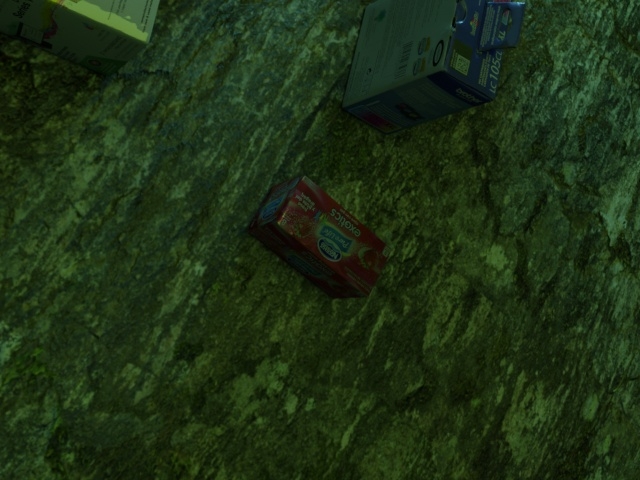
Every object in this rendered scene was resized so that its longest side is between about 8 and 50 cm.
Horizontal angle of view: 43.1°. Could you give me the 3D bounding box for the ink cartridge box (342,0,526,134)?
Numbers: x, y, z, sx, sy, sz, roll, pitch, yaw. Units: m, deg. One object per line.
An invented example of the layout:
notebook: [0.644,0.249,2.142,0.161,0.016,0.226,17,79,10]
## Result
ink cartridge box: [0.237,-0.400,1.668,0.151,0.395,0.270,22,73,-29]

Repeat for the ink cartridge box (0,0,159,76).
ink cartridge box: [-0.436,-0.400,1.347,0.278,0.201,0.117,19,74,-30]

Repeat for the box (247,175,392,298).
box: [0.000,0.000,1.626,0.257,0.128,0.123,39,65,-24]
